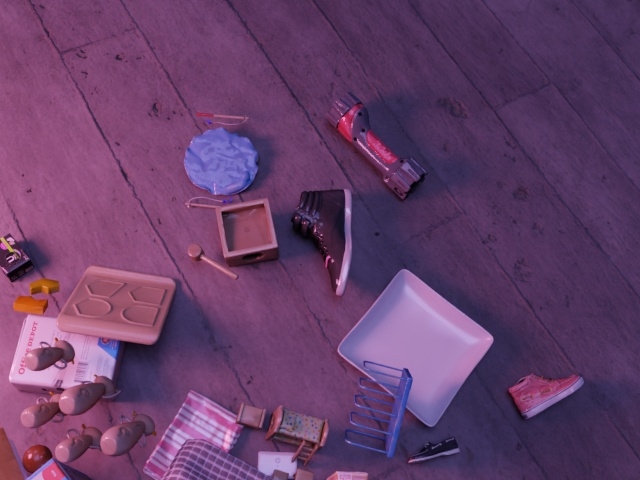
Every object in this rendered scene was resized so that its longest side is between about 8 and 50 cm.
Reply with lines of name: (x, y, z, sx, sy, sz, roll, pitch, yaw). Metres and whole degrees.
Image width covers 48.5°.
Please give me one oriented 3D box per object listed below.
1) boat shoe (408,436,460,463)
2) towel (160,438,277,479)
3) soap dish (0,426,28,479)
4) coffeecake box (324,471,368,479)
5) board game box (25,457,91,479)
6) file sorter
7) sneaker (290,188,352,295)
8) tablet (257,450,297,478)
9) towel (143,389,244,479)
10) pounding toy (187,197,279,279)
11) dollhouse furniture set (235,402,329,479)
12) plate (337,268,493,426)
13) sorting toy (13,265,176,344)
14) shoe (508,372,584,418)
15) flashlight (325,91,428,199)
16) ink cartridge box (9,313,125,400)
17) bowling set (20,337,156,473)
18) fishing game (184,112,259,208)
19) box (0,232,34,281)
boat shoe: (0.246, 0.461, 1.561, 0.125, 0.046, 0.038, -9, 67, -17)
towel: (-0.180, 0.523, 1.334, 0.284, 0.121, 0.235, 30, 22, -3)
soap dish: (-0.632, 0.528, 1.296, 0.229, 0.118, 0.291, -33, 73, 10)
coffeecake box: (0.048, 0.568, 1.422, 0.068, 0.142, 0.185, 6, 64, -8)
board game box: (-0.390, 0.548, 1.266, 0.086, 0.308, 0.302, -39, 76, -20)
file sorter: (0.123, 0.353, 1.518, 0.104, 0.118, 0.170, 15, 90, 1)
sneaker: (0.000, 0.000, 1.712, 0.147, 0.104, 0.295, 4, 58, -6)
tablet: (-0.092, 0.479, 1.517, 0.083, 0.006, 0.054, 5, 64, -8)
towel: (-0.263, 0.431, 1.499, 0.144, 0.029, 0.197, 28, 63, 4)
pounding toy: (-0.205, 0.017, 1.677, 0.206, 0.094, 0.181, -11, 72, -5)
dollhouse furniture set: (-0.092, 0.431, 1.472, 0.182, 0.101, 0.161, 18, 61, -9)
plate: (0.221, 0.247, 1.659, 0.278, 0.045, 0.277, 38, 66, 9)
sorting toy: (-0.485, 0.135, 1.551, 0.307, 0.041, 0.229, 9, 29, -5)
shoe: (0.525, 0.338, 1.656, 0.178, 0.063, 0.081, -26, 77, -15)
flashlight: (0.150, -0.253, 1.855, 0.103, 0.103, 0.304, -39, 75, -26)
ink cartridge box: (-0.530, 0.250, 1.507, 0.203, 0.086, 0.148, 9, 64, -6)
bowling set: (-0.491, 0.346, 1.387, 0.200, 0.154, 0.287, -44, 83, 11)
fishing game: (-0.248, -0.198, 1.796, 0.189, 0.041, 0.264, 2, 73, -8)
box: (-0.697, 0.039, 1.599, 0.062, 0.052, 0.083, -38, 77, -24)
